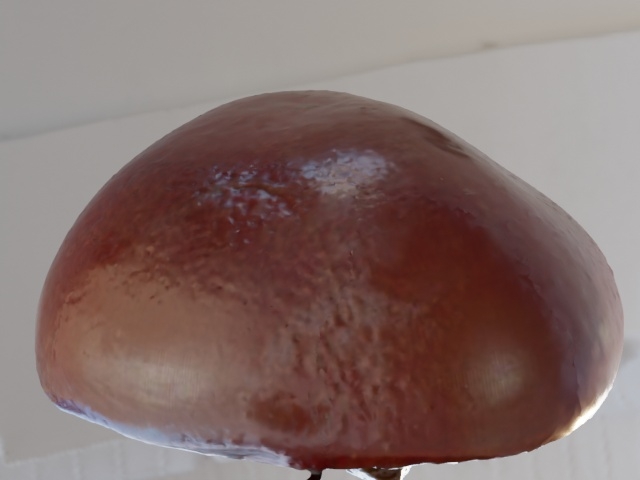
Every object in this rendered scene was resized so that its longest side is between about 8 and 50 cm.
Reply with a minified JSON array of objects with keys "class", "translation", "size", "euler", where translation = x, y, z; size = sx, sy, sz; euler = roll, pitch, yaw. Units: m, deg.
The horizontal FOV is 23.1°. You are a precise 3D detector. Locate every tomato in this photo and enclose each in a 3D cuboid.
[{"class":"tomato","translation":[0.008,-0.001,0.465],"size":[0.166,0.174,0.082],"euler":[-30,-58,-56]}]

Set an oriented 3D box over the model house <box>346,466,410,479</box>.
[{"class":"model house","translation":[-0.001,0.045,0.741],"size":[0.148,0.119,0.148],"euler":[-15,-113,-6]}]
